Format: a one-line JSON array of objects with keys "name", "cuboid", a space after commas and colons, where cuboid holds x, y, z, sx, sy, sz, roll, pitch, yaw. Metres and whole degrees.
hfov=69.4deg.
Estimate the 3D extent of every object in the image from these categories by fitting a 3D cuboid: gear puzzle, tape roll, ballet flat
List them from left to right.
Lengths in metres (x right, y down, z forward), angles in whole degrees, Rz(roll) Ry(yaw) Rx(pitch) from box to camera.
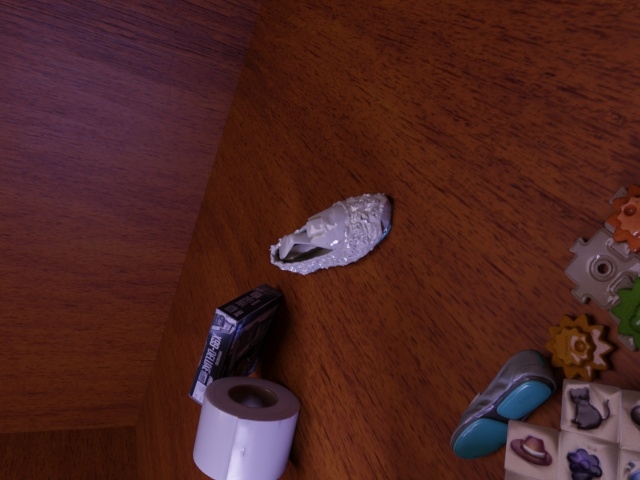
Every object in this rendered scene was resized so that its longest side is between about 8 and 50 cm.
[{"name": "tape roll", "cuboid": [-0.187, 0.475, 1.180, 0.246, 0.246, 0.169, 20, 99, 60]}, {"name": "ballet flat", "cuboid": [0.000, 0.000, 1.099, 0.409, 0.147, 0.146, -31, 56, 53]}, {"name": "ballet flat", "cuboid": [0.256, 0.235, 0.662, 0.068, 0.072, 0.213, -72, 6, -55]}, {"name": "gear puzzle", "cuboid": [0.367, 0.030, 0.532, 0.338, 0.044, 0.175, -63, 34, 29]}]

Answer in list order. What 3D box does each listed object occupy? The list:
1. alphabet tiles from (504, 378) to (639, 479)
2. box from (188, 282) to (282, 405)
[{"name": "alphabet tiles", "cuboid": [0.307, 0.316, 0.427, 0.285, 0.011, 0.342, -4, 69, 45]}, {"name": "box", "cuboid": [-0.241, 0.298, 1.339, 0.077, 0.242, 0.307, 28, 111, 18]}]
